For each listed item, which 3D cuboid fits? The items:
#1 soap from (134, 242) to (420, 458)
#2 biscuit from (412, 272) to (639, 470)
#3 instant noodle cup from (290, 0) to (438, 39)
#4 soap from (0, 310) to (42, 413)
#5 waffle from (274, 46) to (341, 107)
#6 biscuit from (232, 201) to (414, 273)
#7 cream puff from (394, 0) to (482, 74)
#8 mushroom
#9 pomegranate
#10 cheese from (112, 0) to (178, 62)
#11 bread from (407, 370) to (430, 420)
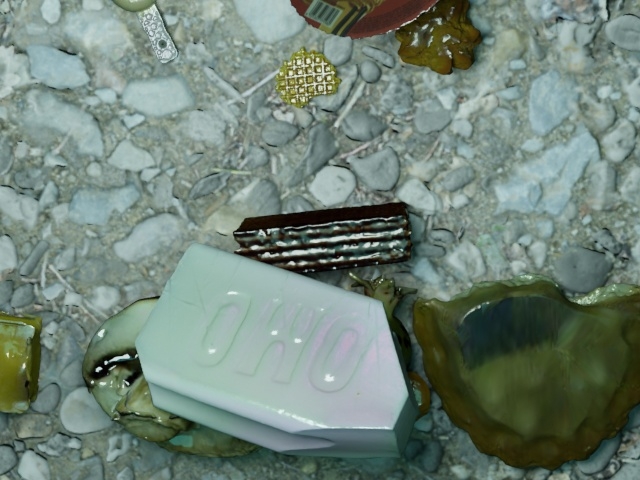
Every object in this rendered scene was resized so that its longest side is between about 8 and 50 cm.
[{"bbox_3d":[-0.042,0.152,1.750,0.347,0.115,0.208,18,61,17],"label":"soap"},{"bbox_3d":[0.309,0.150,1.914,0.335,0.078,0.329,-38,100,11],"label":"biscuit"},{"bbox_3d":[0.086,-0.367,1.804,0.274,0.091,0.274,-8,68,22],"label":"instant noodle cup"},{"bbox_3d":[-0.514,0.164,1.963,0.233,0.076,0.135,7,99,3],"label":"soap"},{"bbox_3d":[-0.021,-0.219,1.900,0.085,0.016,0.078,-36,92,8],"label":"waffle"},{"bbox_3d":[0.000,0.000,1.890,0.252,0.106,0.070,-6,100,5],"label":"biscuit"},{"bbox_3d":[0.154,-0.273,1.842,0.116,0.094,0.122,-30,101,10],"label":"cream puff"},{"bbox_3d":[-0.177,0.196,1.903,0.267,0.164,0.189,2,56,8],"label":"mushroom"},{"bbox_3d":[0.057,0.128,1.891,0.148,0.148,0.169,8,87,2],"label":"pomegranate"},{"bbox_3d":[-0.245,-0.331,1.882,0.097,0.037,0.192,-24,97,8],"label":"cheese"},{"bbox_3d":[0.113,0.222,1.951,0.083,0.046,0.081,-7,97,6],"label":"bread"}]
